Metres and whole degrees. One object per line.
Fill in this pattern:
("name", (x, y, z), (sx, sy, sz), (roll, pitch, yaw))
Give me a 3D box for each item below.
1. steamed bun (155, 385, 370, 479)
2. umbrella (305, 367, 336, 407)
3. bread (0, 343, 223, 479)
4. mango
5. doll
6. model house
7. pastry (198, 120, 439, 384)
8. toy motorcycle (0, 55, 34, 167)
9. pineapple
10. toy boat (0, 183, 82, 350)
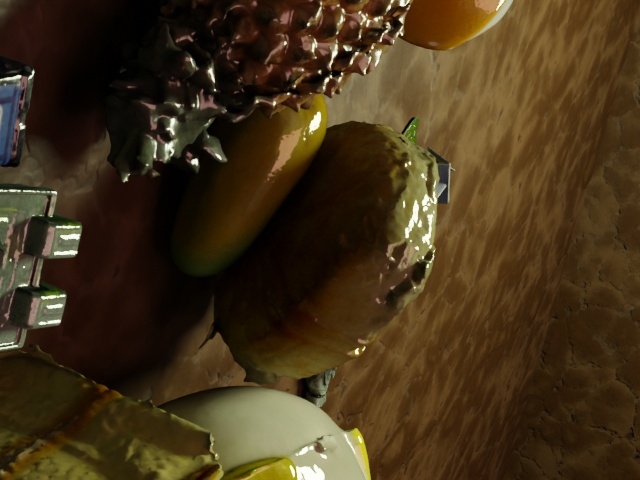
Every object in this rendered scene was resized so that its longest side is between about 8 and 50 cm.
("steamed bun", (-0.106, 0.316, 1.259), (0.374, 0.334, 0.333), (-7, 114, -67))
("umbrella", (0.009, 0.168, 1.740), (0.050, 0.046, 0.188), (-18, 128, -38))
("bread", (-0.245, 0.197, 0.922), (0.236, 0.264, 0.198), (20, 88, -67))
("mango", (-0.086, -0.072, 1.238), (0.251, 0.114, 0.156), (-54, -164, 2))
("doll", (0.131, -0.332, 1.463), (0.236, 0.213, 0.213), (-29, -162, 51))
("model house", (0.149, -0.093, 1.788), (0.167, 0.088, 0.117), (-51, 151, -38))
("pastry", (0.000, 0.000, 1.306), (0.136, 0.330, 0.329), (31, 77, -28))
("toy motorcycle", (-0.251, -0.216, 0.757), (0.212, 0.125, 0.358), (-33, 140, -67))
("pineapple", (-0.084, -0.179, 1.074), (0.357, 0.223, 0.223), (-47, 150, -21))
("toy boat", (-0.303, 0.027, 0.861), (0.319, 0.092, 0.141), (-4, 111, -65))
